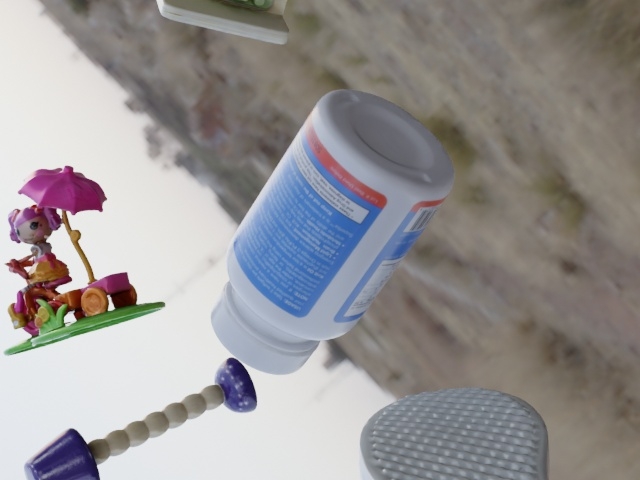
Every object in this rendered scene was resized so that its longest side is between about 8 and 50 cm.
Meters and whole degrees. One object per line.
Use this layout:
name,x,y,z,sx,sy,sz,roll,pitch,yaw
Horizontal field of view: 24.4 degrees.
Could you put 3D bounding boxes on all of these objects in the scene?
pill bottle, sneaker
pill bottle,0.000,0.000,1.173,0.124,0.221,0.124,25,-149,-16
sneaker,0.099,0.219,0.951,0.366,0.135,0.150,-97,3,-71

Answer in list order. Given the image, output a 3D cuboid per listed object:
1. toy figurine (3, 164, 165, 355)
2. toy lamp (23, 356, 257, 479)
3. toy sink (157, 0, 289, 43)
toy figurine,-0.247,0.012,1.399,0.130,0.173,0.159,-11,-97,-61
toy lamp,-0.206,0.220,1.696,0.080,0.274,0.080,42,144,42
toy sink,-0.110,-0.341,1.730,0.152,0.131,0.234,10,-155,-16
